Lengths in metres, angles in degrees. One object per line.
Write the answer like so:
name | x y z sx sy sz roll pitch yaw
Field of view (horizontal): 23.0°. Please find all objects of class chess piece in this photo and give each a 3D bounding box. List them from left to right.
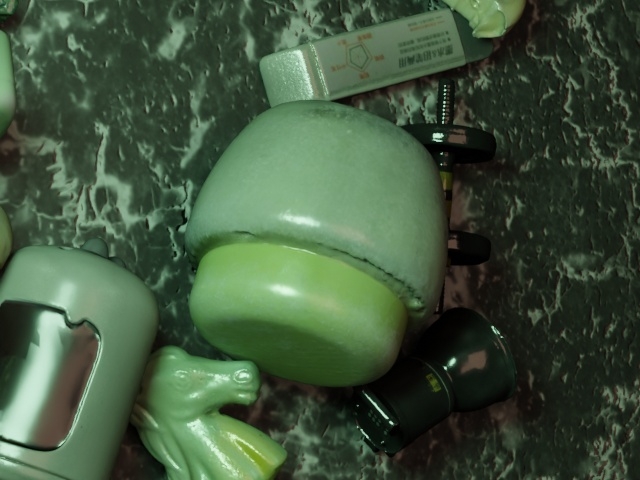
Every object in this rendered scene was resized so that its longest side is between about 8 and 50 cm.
chess piece | -0.125 0.263 1.933 0.176 0.176 0.298 -25 92 -28

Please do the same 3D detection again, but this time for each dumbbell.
dumbbell | 0.164 -0.061 2.136 0.143 0.143 0.325 9 80 -27

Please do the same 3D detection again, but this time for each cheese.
cheese | 0.220 -0.402 2.218 0.163 0.071 0.248 22 52 -11

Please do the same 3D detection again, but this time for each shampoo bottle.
shampoo bottle | 0.000 0.000 1.939 0.322 0.322 0.317 29 66 -22

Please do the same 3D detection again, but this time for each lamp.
lamp | 0.128 0.205 2.079 0.227 0.172 0.147 -29 69 -32

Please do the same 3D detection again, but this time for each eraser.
eraser | 0.083 -0.253 2.163 0.352 0.061 0.089 -17 91 -29

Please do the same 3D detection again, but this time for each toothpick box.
toothpick box | -0.304 0.147 1.834 0.229 0.229 0.316 25 71 -23

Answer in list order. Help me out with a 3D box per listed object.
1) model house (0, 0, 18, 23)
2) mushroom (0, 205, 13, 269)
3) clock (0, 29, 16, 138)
model house | -0.412 -0.279 1.888 0.079 0.083 0.066 20 77 -26
mushroom | -0.438 0.022 1.774 0.206 0.206 0.209 -41 108 -26
clock | -0.509 -0.153 1.722 0.324 0.265 0.108 -1 77 -26
